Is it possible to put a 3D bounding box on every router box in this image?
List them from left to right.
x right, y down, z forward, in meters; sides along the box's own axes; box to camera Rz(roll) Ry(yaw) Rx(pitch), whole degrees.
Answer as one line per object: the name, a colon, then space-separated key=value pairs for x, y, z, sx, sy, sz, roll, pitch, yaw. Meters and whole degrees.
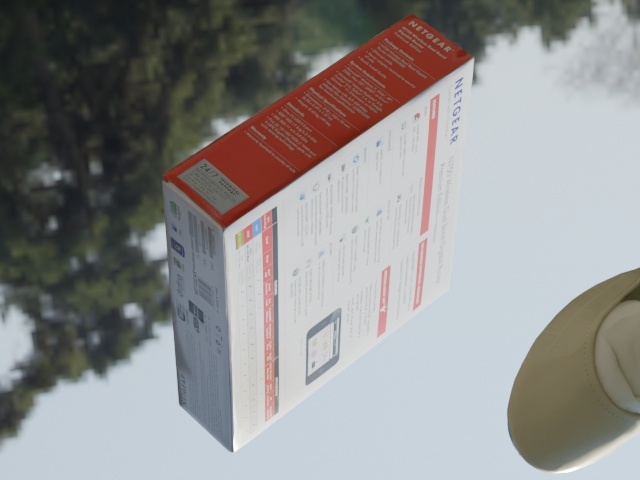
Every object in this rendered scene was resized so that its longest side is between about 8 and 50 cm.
router box: x=0.000 y=0.000 z=1.621 sx=0.301 sy=0.335 sz=0.082 roll=-35 pitch=-122 yaw=-27

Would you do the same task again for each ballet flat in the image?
ballet flat: x=0.205 y=0.045 z=1.024 sx=0.086 sy=0.086 sz=0.248 roll=12 pitch=-140 yaw=43
